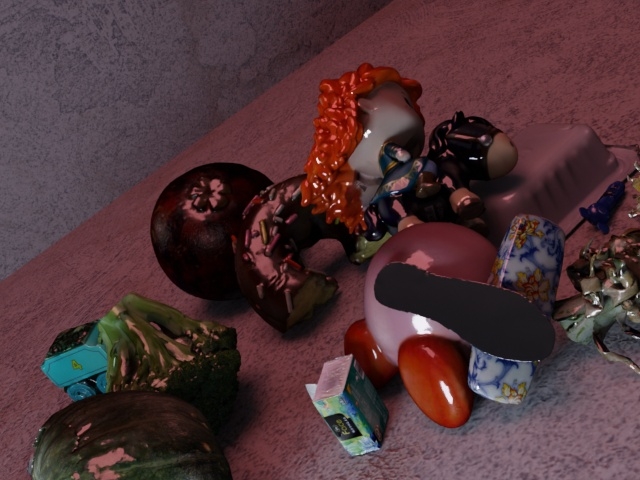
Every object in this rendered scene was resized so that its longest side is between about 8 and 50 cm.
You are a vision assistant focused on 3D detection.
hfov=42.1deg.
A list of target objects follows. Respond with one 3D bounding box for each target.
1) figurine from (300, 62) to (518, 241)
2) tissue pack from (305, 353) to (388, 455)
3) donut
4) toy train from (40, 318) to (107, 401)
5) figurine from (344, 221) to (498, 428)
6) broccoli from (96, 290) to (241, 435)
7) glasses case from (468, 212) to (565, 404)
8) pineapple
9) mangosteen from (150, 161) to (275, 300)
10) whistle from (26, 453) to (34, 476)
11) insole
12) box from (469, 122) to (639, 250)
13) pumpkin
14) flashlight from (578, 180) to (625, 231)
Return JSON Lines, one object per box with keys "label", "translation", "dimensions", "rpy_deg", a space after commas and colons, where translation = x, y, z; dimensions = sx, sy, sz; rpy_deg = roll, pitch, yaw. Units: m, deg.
{"label": "figurine", "translation": [0.137, -0.136, 1.416], "dimensions": [0.411, 0.241, 0.306], "rpy_deg": [28, 84, 40]}
{"label": "tissue pack", "translation": [0.034, 0.235, 1.174], "dimensions": [0.079, 0.111, 0.085], "rpy_deg": [-22, 25, 25]}
{"label": "donut", "translation": [-0.017, -0.014, 1.588], "dimensions": [0.345, 0.136, 0.259], "rpy_deg": [-33, 66, -16]}
{"label": "toy train", "translation": [-0.477, 0.252, 1.727], "dimensions": [0.197, 0.154, 0.107], "rpy_deg": [-20, 28, 23]}
{"label": "figurine", "translation": [0.157, 0.089, 1.191], "dimensions": [0.261, 0.211, 0.269], "rpy_deg": [-40, 25, -20]}
{"label": "broccoli", "translation": [-0.273, 0.229, 1.393], "dimensions": [0.308, 0.275, 0.308], "rpy_deg": [-42, -2, -2]}
{"label": "glasses case", "translation": [0.254, 0.087, 1.080], "dimensions": [0.065, 0.086, 0.248], "rpy_deg": [165, 125, -72]}
{"label": "pineapple", "translation": [0.419, 0.030, 1.048], "dimensions": [0.272, 0.262, 0.262], "rpy_deg": [-46, 14, 29]}
{"label": "mangosteen", "translation": [-0.207, -0.002, 1.815], "dimensions": [0.306, 0.360, 0.306], "rpy_deg": [-4, 55, 6]}
{"label": "whistle", "translation": [-0.420, 0.416, 1.437], "dimensions": [0.312, 0.062, 0.062], "rpy_deg": [-2, 37, 49]}
{"label": "insole", "translation": [0.180, 0.085, 1.063], "dimensions": [0.253, 0.005, 0.086], "rpy_deg": [21, 86, 30]}
{"label": "box", "translation": [0.368, -0.106, 1.466], "dimensions": [0.336, 0.106, 0.264], "rpy_deg": [-39, 24, -20]}
{"label": "pumpkin", "translation": [-0.255, 0.350, 1.105], "dimensions": [0.257, 0.292, 0.327], "rpy_deg": [0, 2, -24]}
{"label": "flashlight", "translation": [0.459, -0.057, 1.344], "dimensions": [0.121, 0.057, 0.035], "rpy_deg": [-42, -13, -38]}
